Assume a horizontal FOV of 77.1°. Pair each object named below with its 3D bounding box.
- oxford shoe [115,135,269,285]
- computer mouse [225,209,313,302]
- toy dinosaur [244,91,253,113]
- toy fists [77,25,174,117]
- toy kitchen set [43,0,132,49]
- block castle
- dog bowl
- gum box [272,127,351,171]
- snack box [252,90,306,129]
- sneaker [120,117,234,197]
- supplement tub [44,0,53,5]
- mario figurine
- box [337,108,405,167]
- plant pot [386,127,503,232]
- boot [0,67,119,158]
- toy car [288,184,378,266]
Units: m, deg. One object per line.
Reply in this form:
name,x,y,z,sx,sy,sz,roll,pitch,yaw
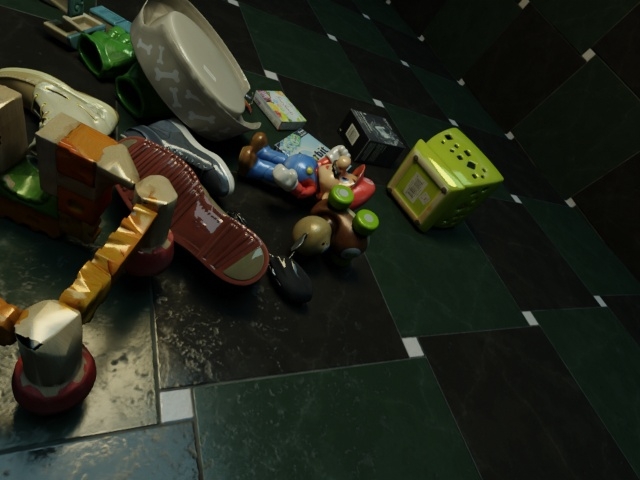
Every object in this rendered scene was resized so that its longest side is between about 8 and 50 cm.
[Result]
oxford shoe,-0.240,-0.040,0.729,0.123,0.130,0.348,-44,87,-13
computer mouse,-0.108,0.034,0.784,0.242,0.071,0.041,43,50,10
toy dinosaur,-0.233,-0.411,1.143,0.082,0.047,0.090,5,57,-7
toy fists,-0.430,-0.399,0.947,0.279,0.096,0.142,44,39,11
toy kitchen set,-0.532,-0.554,0.965,0.122,0.166,0.207,29,41,-8
block castle,-0.439,-0.017,0.493,0.453,0.213,0.303,26,45,-10
dog bowl,-0.279,-0.385,0.924,0.349,0.102,0.349,53,19,-27
gum box,-0.022,-0.218,1.104,0.184,0.041,0.157,37,41,2
snack box,-0.122,-0.389,1.199,0.100,0.037,0.141,-18,64,-46
sneaker,-0.296,-0.149,0.806,0.226,0.086,0.163,42,37,10
supplement tub,-0.650,-0.697,1.000,0.117,0.190,0.117,20,43,-20
mario figurine,-0.019,-0.178,0.948,0.320,0.170,0.198,19,75,-3
box,0.163,-0.330,1.303,0.158,0.093,0.156,2,51,-35
plant pot,0.343,-0.169,1.183,0.207,0.228,0.227,-17,63,-36
boot,-0.506,-0.223,0.740,0.213,0.077,0.165,20,45,-23
toy car,0.000,0.000,0.837,0.149,0.155,0.188,47,51,12
